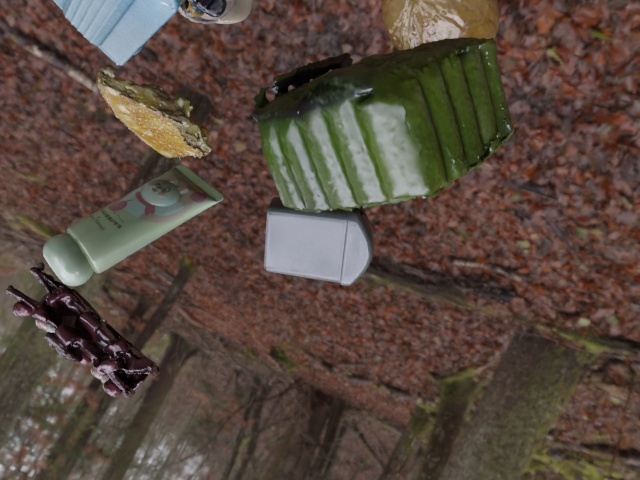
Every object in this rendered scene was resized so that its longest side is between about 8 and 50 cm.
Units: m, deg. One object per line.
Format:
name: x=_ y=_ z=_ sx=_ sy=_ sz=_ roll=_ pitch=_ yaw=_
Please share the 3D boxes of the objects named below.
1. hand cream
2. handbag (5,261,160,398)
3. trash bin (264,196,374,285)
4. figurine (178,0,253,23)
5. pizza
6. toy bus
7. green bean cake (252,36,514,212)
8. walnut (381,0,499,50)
hand cream: x=-0.332 y=-0.031 z=1.017 sx=0.147 sy=0.305 sz=0.093 roll=36 pitch=148 yaw=34
handbag: x=-0.319 y=0.136 z=0.789 sx=0.203 sy=0.074 sz=0.216 roll=41 pitch=161 yaw=-1
trash bin: x=0.000 y=0.000 z=1.256 sx=0.236 sy=0.177 sz=0.101 roll=6 pitch=-154 yaw=3
figurine: x=-0.266 y=-0.594 z=1.307 sx=0.204 sy=0.185 sz=0.332 roll=33 pitch=-169 yaw=-8
pizza: x=-0.357 y=-0.278 z=1.298 sx=0.223 sy=0.090 sz=0.323 roll=14 pitch=163 yaw=18
toy bus: x=-0.232 y=-0.368 z=0.750 sx=0.152 sy=0.190 sz=0.312 roll=46 pitch=160 yaw=-25
green bean cake: x=0.099 y=-0.198 z=0.895 sx=0.319 sy=0.335 sz=0.218 roll=-3 pitch=116 yaw=42
walnut: x=0.323 y=-0.600 z=1.524 sx=0.332 sy=0.333 sz=0.333 roll=25 pitch=167 yaw=6
